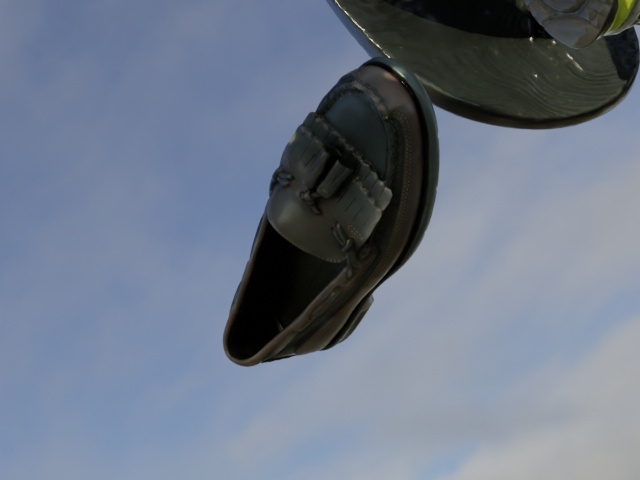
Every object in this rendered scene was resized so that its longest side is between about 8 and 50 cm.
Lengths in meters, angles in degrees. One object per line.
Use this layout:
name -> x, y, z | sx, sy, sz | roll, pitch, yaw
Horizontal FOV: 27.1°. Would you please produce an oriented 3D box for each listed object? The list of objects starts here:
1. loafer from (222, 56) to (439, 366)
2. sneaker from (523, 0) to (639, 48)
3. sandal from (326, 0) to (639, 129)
loafer -> 0.000, 0.000, 0.842 | 0.084, 0.096, 0.267 | -27, -26, -31
sneaker -> 0.166, -0.247, 0.841 | 0.121, 0.300, 0.111 | -2, -28, -25
sandal -> 0.048, -0.250, 0.959 | 0.167, 0.446, 0.107 | -41, -13, -14
